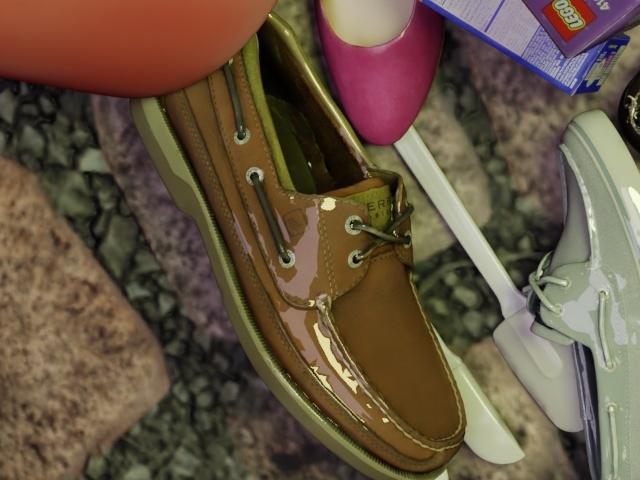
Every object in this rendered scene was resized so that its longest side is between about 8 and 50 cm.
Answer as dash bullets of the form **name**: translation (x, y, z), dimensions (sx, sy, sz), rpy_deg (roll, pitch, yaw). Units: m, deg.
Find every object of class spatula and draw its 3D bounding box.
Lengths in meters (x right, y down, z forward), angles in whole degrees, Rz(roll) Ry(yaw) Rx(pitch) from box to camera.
- **spatula**: translation (0.059, 0.040, 0.946), dimensions (0.168, 0.019, 0.242), rpy_deg (-35, 83, 23)

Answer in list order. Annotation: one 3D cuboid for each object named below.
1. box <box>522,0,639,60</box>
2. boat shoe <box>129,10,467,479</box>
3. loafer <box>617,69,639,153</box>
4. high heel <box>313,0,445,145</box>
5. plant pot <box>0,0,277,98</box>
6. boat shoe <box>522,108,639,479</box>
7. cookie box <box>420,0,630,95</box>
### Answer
- **box**: translation (0.091, -0.237, 0.779), dimensions (0.057, 0.201, 0.293), rpy_deg (-39, 85, 32)
- **boat shoe**: translation (0.000, 0.000, 0.886), dimensions (0.104, 0.111, 0.307), rpy_deg (-39, 82, 34)
- **loafer**: translation (0.249, -0.118, 0.810), dimensions (0.080, 0.078, 0.220), rpy_deg (45, 111, 8)
- **high heel**: translation (0.021, -0.173, 0.863), dimensions (0.082, 0.117, 0.244), rpy_deg (6, 101, 19)
- **plant pot**: translation (-0.176, -0.205, 0.785), dimensions (0.275, 0.243, 0.274), rpy_deg (7, 101, 36)
- **boat shoe**: translation (0.160, 0.042, 0.863), dimensions (0.081, 0.079, 0.227), rpy_deg (-16, 98, -1)
- **cookie box**: translation (0.115, -0.126, 0.852), dimensions (0.107, 0.092, 0.040), rpy_deg (34, 106, 12)
